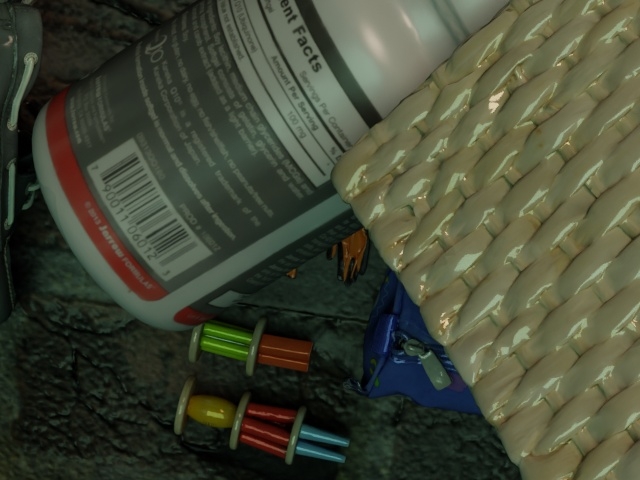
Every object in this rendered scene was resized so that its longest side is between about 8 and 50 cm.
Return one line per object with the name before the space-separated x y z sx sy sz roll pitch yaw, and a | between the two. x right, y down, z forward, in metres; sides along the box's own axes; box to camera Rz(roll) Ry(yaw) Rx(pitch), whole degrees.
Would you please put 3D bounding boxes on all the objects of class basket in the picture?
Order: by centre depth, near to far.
basket | 0.234 -0.002 0.920 0.331 0.266 0.328 -42 57 16

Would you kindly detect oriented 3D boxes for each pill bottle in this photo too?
pill bottle | -0.013 -0.103 1.083 0.363 0.210 0.210 -31 101 15

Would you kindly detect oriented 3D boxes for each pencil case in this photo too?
pencil case | 0.179 0.101 1.160 0.306 0.133 0.119 15 102 2

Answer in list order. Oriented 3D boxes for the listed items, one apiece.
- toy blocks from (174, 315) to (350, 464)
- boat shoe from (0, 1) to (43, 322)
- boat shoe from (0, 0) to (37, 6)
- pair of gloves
toy blocks | -0.040 0.126 1.239 0.148 0.054 0.123 14 109 3
boat shoe | -0.256 -0.052 1.159 0.099 0.116 0.319 -17 136 -21
boat shoe | -0.247 -0.233 1.137 0.114 0.091 0.302 31 109 -3
pair of gloves | 0.000 0.000 1.217 0.083 0.010 0.074 8 109 8
